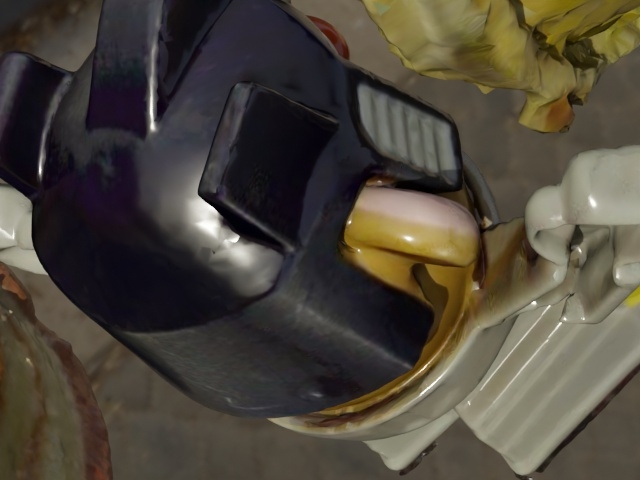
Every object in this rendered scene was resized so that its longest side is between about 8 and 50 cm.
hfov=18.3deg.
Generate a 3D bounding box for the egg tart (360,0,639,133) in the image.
[{"bbox_3d":[0.089,-0.149,0.421,0.095,0.279,0.279,22,40,24],"label":"egg tart"}]

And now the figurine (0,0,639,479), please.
[{"bbox_3d":[0.003,0.002,0.739,0.308,0.308,0.143,6,63,-31],"label":"figurine"}]

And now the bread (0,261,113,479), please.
[{"bbox_3d":[-0.193,0.108,0.928,0.190,0.123,0.244,44,27,-40],"label":"bread"}]
